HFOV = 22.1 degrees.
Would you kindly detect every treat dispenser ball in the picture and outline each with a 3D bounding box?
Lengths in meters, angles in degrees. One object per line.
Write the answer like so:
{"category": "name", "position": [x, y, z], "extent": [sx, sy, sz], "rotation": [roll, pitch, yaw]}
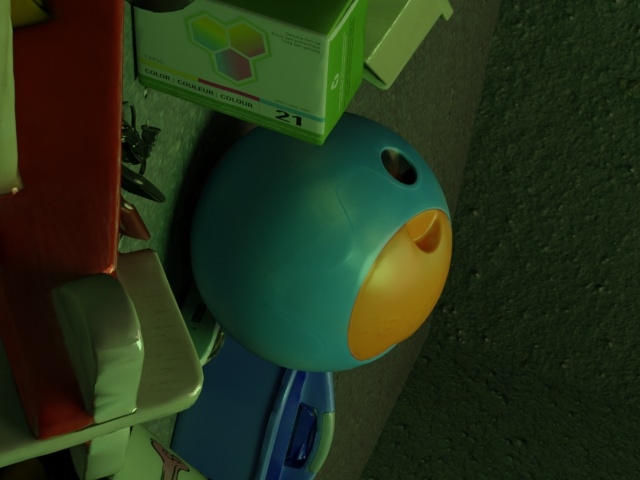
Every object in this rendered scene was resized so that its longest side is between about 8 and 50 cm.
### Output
{"category": "treat dispenser ball", "position": [0.000, 0.000, 1.798], "extent": [0.288, 0.288, 0.288], "rotation": [19, 90, -79]}

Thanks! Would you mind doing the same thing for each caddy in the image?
{"category": "caddy", "position": [-0.069, 0.232, 2.125], "extent": [0.241, 0.179, 0.341], "rotation": [-44, 151, -64]}

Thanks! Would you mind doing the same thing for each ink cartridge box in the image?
{"category": "ink cartridge box", "position": [-0.061, -0.226, 1.405], "extent": [0.255, 0.189, 0.097], "rotation": [92, 21, -51]}

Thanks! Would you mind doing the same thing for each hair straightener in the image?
{"category": "hair straightener", "position": [-0.181, -0.074, 1.471], "extent": [0.230, 0.047, 0.089], "rotation": [61, 49, -69]}

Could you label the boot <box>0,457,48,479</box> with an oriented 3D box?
{"category": "boot", "position": [-0.285, 0.247, 1.367], "extent": [0.211, 0.104, 0.295], "rotation": [-67, 174, -48]}

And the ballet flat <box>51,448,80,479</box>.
{"category": "ballet flat", "position": [-0.247, 0.183, 1.580], "extent": [0.057, 0.049, 0.173], "rotation": [-106, -158, -44]}

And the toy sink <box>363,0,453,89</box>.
{"category": "toy sink", "position": [0.042, -0.266, 1.854], "extent": [0.131, 0.153, 0.234], "rotation": [-55, 170, 4]}

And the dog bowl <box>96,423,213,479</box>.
{"category": "dog bowl", "position": [-0.203, 0.367, 1.484], "extent": [0.408, 0.150, 0.408], "rotation": [-62, -174, 12]}

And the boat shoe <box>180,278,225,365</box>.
{"category": "boat shoe", "position": [-0.146, 0.122, 1.867], "extent": [0.183, 0.065, 0.083], "rotation": [-61, 163, -46]}

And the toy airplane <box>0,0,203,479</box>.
{"category": "toy airplane", "position": [-0.190, -0.059, 0.838], "extent": [0.384, 0.273, 0.386], "rotation": [-110, -153, -68]}
